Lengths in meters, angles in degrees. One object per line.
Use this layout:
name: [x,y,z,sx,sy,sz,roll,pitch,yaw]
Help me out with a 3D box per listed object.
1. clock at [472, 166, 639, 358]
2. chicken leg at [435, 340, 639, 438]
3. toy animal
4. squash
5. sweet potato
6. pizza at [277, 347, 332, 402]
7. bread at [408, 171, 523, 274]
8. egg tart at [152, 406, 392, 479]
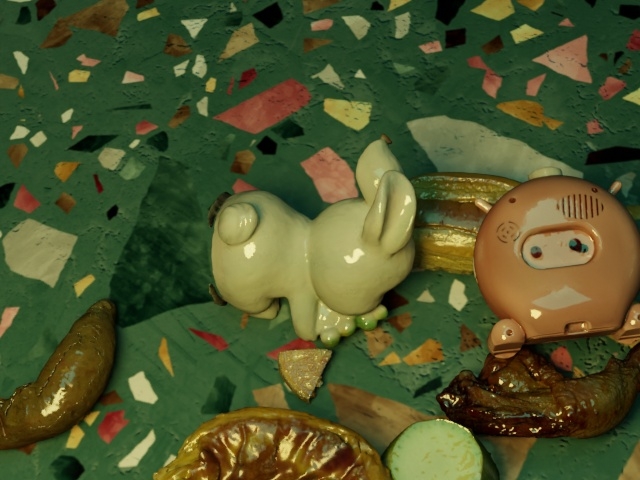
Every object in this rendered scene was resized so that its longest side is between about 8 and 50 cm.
clock: [0.314,0.019,1.682,0.227,0.142,0.241,-6,76,2]
chicken leg: [0.316,0.196,1.703,0.322,0.083,0.177,-2,40,7]
toy animal: [0.002,0.003,1.762,0.310,0.247,0.183,-2,40,20]
squash: [0.146,0.302,1.629,0.170,0.123,0.170,-3,63,6]
sweet potato: [-0.362,0.200,1.749,0.124,0.098,0.310,29,61,29]
pizza: [-0.015,0.179,1.769,0.078,0.025,0.083,-28,67,-7]
bread: [0.214,-0.025,1.829,0.236,0.106,0.140,5,61,10]
egg tart: [-0.065,0.379,1.568,0.339,0.153,0.351,22,66,18]
